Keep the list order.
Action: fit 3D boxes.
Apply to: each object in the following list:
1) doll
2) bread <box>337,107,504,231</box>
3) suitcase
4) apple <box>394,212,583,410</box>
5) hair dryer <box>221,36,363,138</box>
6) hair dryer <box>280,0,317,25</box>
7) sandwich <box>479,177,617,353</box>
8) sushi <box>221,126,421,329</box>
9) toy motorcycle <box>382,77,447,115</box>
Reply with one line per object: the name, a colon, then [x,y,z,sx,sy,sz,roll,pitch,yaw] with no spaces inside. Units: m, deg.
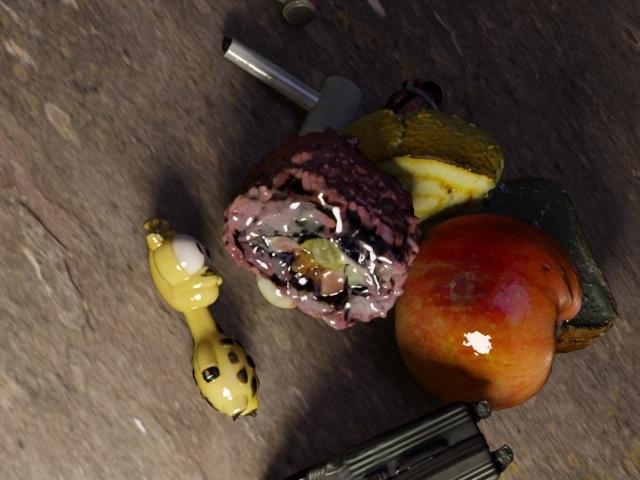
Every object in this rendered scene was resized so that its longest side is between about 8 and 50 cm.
doll: [-0.154,0.098,1.625,0.291,0.086,0.117,66,8,12]
bread: [0.142,-0.097,1.851,0.257,0.186,0.124,-3,50,-14]
suitcase: [0.085,0.316,1.609,0.312,0.202,0.128,-16,77,-42]
apple: [0.232,0.085,1.770,0.163,0.251,0.293,54,49,-65]
hair dryer: [-0.053,-0.230,1.883,0.236,0.073,0.131,35,52,-14]
hair dryer: [-0.076,-0.409,1.974,0.154,0.054,0.106,15,54,-25]
sandwich: [0.326,0.037,1.981,0.271,0.099,0.301,-4,61,-31]
sushi: [0.000,0.000,1.697,0.270,0.236,0.171,42,25,-11]
toy motorcycle: [0.129,-0.188,1.962,0.084,0.118,0.212,45,48,3]
